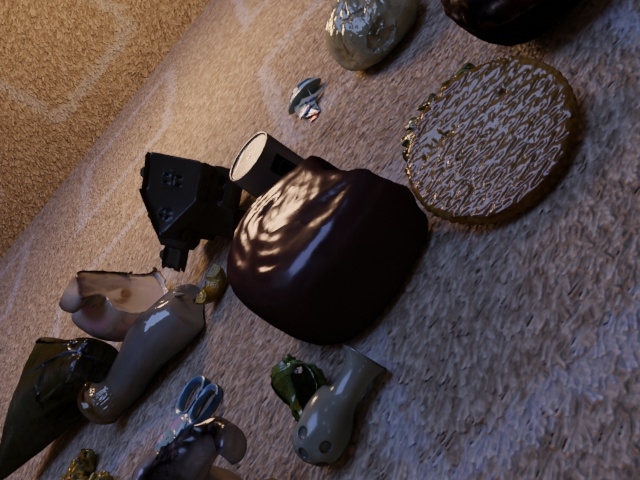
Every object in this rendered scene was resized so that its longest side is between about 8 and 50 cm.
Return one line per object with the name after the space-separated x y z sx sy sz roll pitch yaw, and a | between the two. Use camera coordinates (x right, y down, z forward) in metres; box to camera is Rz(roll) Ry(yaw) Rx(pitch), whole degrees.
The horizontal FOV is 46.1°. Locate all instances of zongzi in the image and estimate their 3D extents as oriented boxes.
-0.602 0.385 1.668 0.323 0.160 0.360 -15 46 52 | zongzi

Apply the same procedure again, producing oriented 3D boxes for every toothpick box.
-0.061 -0.103 1.354 0.111 0.180 0.111 -39 31 30 | toothpick box

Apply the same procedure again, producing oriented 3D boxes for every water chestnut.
0.286 -0.449 1.104 0.300 0.300 0.300 -38 32 29 | water chestnut

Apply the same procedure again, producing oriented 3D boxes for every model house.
-0.276 -0.048 1.645 0.211 0.204 0.243 11 -89 -76 | model house

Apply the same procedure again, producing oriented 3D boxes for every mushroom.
-0.361 0.237 1.538 0.329 0.122 0.159 -49 -8 8 | mushroom
-0.452 0.175 1.671 0.162 0.236 0.173 42 115 34 | mushroom

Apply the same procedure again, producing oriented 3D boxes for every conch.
-0.027 0.208 1.062 0.089 0.074 0.121 106 150 -48 | conch

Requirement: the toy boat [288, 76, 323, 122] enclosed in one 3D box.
-0.034 -0.309 1.718 0.105 0.034 0.149 -30 49 34 | toy boat

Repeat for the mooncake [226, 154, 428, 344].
0.000 0.000 1.157 0.334 0.174 0.326 -40 29 28 | mooncake

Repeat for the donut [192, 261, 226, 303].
-0.221 0.091 1.514 0.038 0.067 0.083 7 29 41 | donut

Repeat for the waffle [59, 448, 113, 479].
-0.468 0.485 1.469 0.194 0.051 0.149 -10 52 54 | waffle

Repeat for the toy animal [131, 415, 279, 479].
-0.200 0.424 0.979 0.302 0.194 0.344 -14 44 43 | toy animal

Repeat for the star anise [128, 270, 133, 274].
-0.510 0.127 1.923 0.129 0.056 0.124 -60 26 23 | star anise

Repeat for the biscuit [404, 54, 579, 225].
0.229 -0.135 1.025 0.254 0.035 0.254 -18 59 31 | biscuit

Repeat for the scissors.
-0.260 0.355 1.309 0.125 0.030 0.256 7 62 58 | scissors

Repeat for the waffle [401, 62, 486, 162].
0.211 -0.185 1.155 0.214 0.054 0.208 -50 30 6 | waffle

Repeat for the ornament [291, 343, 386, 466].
0.019 0.218 0.982 0.081 0.075 0.156 22 78 43 | ornament

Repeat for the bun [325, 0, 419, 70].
0.100 -0.464 1.556 0.220 0.134 0.220 -39 27 25 | bun
